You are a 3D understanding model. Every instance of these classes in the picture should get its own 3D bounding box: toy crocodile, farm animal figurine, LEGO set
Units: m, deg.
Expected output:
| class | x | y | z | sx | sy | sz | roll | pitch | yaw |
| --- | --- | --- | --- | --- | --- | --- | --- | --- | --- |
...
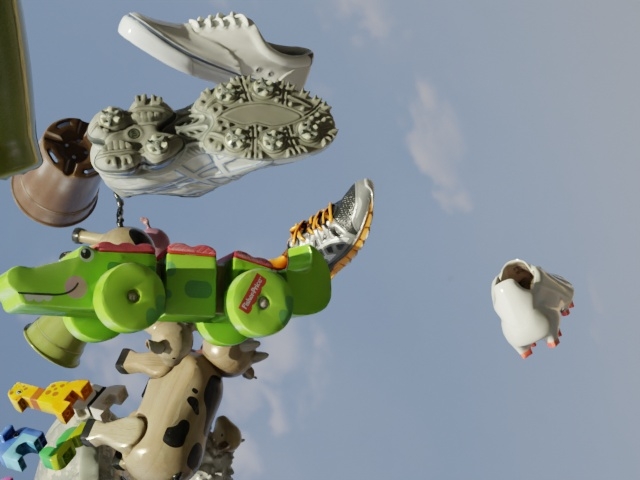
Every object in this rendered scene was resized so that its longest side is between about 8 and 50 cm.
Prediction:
| class | x | y | z | sx | sy | sz | roll | pitch | yaw |
| --- | --- | --- | --- | --- | --- | --- | --- | --- | --- |
| toy crocodile | -0.142 | 0.045 | 0.969 | 0.340 | 0.115 | 0.105 | 4 | -103 | -26 |
| farm animal figurine | -0.165 | 0.146 | 1.178 | 0.330 | 0.172 | 0.327 | 36 | -121 | -54 |
| LEGO set | -0.339 | 0.223 | 1.185 | 0.227 | 0.093 | 0.087 | -52 | -38 | -45 |

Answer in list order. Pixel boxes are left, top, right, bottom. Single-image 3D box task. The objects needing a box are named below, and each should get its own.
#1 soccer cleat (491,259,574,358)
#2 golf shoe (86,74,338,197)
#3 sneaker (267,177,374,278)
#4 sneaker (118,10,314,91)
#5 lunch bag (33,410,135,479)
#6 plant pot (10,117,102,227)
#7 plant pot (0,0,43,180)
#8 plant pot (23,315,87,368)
| class | x | y | z | sx | sy | sz | roll | pitch | yaw |
| --- | --- | --- | --- | --- | --- | --- | --- | --- | --- |
| soccer cleat | 0.200 | 0.049 | 0.941 | 0.076 | 0.068 | 0.196 | 64 | -162 | -3 |
| golf shoe | -0.077 | -0.068 | 0.722 | 0.086 | 0.176 | 0.069 | 97 | 167 | -63 |
| sneaker | 0.000 | 0.000 | 1.311 | 0.083 | 0.215 | 0.084 | 29 | -152 | -14 |
| sneaker | -0.125 | -0.246 | 1.242 | 0.258 | 0.091 | 0.094 | 15 | -163 | -34 |
| lunch bag | -0.320 | 0.395 | 1.352 | 0.168 | 0.287 | 0.235 | 8 | -137 | -16 |
| plant pot | -0.471 | -0.133 | 1.831 | 0.166 | 0.165 | 0.167 | 13 | -120 | -23 |
| plant pot | -0.561 | -0.234 | 1.395 | 0.366 | 0.366 | 0.353 | -29 | -76 | -55 |
| plant pot | -0.314 | 0.103 | 1.242 | 0.083 | 0.079 | 0.083 | 38 | -169 | -8 |
